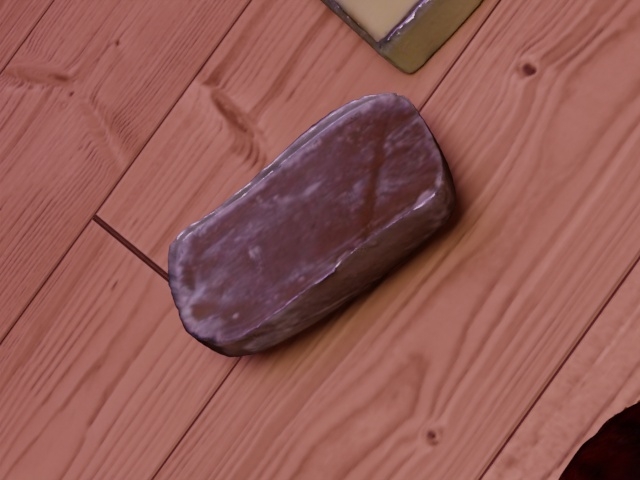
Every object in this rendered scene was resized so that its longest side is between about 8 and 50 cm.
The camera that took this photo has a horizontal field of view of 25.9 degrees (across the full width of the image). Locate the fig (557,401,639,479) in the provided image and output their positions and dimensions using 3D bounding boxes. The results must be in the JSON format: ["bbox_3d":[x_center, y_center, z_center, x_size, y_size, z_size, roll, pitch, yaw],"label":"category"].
[{"bbox_3d":[0.234,0.187,0.804,0.235,0.235,0.214,-43,14,8],"label":"fig"}]

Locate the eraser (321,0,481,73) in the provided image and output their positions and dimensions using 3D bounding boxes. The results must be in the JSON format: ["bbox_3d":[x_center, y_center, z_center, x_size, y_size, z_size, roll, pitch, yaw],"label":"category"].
[{"bbox_3d":[0.058,-0.235,1.222,0.117,0.058,0.172,-47,51,5],"label":"eraser"}]

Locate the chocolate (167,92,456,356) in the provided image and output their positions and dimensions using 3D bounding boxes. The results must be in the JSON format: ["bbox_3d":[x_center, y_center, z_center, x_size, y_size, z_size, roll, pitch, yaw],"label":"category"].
[{"bbox_3d":[0.000,0.000,1.131,0.254,0.080,0.157,-36,43,13],"label":"chocolate"}]

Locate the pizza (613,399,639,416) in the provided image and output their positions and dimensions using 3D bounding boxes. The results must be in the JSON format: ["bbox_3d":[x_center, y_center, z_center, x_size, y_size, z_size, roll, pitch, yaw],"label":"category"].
[{"bbox_3d":[0.281,0.087,0.929,0.178,0.041,0.131,1,67,34],"label":"pizza"}]
